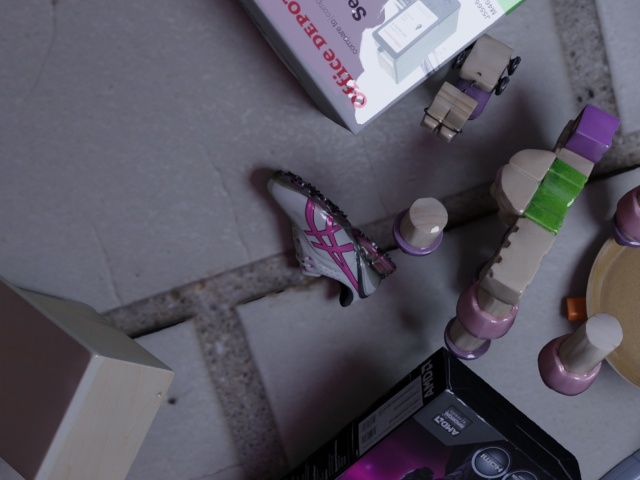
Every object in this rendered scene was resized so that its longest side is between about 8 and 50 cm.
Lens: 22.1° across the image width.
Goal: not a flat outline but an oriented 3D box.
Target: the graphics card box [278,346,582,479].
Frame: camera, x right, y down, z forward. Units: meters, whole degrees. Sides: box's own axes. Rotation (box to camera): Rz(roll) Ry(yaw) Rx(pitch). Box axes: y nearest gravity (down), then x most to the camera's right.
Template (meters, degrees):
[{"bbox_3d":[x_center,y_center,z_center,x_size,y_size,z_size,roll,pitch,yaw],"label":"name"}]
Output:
[{"bbox_3d":[0.089,0.314,1.864,0.233,0.094,0.371,41,112,-20],"label":"graphics card box"}]

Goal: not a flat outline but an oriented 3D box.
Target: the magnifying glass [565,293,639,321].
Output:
[{"bbox_3d":[0.411,0.076,1.966,0.231,0.026,0.092,-4,79,1],"label":"magnifying glass"}]

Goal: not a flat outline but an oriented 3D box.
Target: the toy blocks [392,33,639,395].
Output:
[{"bbox_3d":[0.213,-0.006,1.837,0.309,0.260,0.288,31,64,2],"label":"toy blocks"}]

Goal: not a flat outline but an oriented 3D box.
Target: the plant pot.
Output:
[{"bbox_3d":[0.430,0.076,1.939,0.236,0.032,0.236,0,79,0],"label":"plant pot"}]

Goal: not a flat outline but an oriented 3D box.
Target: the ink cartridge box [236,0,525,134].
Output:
[{"bbox_3d":[0.071,-0.275,1.751,0.273,0.115,0.198,-39,111,-3],"label":"ink cartridge box"}]

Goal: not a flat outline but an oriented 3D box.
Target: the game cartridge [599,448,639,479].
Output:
[{"bbox_3d":[0.395,0.392,2.066,0.294,0.060,0.196,-46,115,-1],"label":"game cartridge"}]

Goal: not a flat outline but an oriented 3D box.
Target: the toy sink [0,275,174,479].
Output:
[{"bbox_3d":[-0.290,0.145,1.741,0.131,0.234,0.152,18,99,-50],"label":"toy sink"}]

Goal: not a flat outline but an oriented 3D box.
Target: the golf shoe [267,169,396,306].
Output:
[{"bbox_3d":[0.000,0.000,1.833,0.086,0.067,0.186,-45,112,1],"label":"golf shoe"}]
